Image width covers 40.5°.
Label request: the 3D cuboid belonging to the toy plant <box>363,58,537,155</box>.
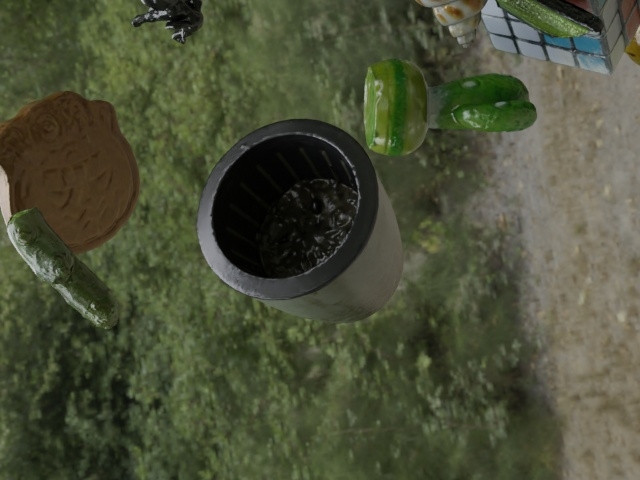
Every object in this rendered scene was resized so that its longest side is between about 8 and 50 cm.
[{"bbox_3d":[0.247,-0.257,1.670,0.224,0.316,0.184,-98,8,-67],"label":"toy plant"}]

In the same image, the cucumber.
[{"bbox_3d":[0.360,-0.373,1.402,0.220,0.046,0.070,38,155,22],"label":"cucumber"}]

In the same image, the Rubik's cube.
[{"bbox_3d":[0.441,-0.486,1.553,0.253,0.256,0.259,-60,-36,-11],"label":"Rubik's cube"}]

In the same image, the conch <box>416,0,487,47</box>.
[{"bbox_3d":[0.214,-0.443,1.347,0.149,0.183,0.275,37,138,28],"label":"conch"}]

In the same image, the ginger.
[{"bbox_3d":[-0.477,0.055,1.608,0.137,0.089,0.290,17,146,41],"label":"ginger"}]

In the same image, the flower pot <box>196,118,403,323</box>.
[{"bbox_3d":[0.000,0.000,1.440,0.330,0.293,0.293,44,-148,-61],"label":"flower pot"}]

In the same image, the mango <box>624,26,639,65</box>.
[{"bbox_3d":[0.838,-0.495,1.826,0.301,0.445,0.220,74,-170,-53],"label":"mango"}]

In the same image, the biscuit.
[{"bbox_3d":[-0.564,-0.151,1.974,0.385,0.062,0.365,-38,-58,-49],"label":"biscuit"}]

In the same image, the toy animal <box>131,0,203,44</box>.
[{"bbox_3d":[-0.353,-0.514,1.902,0.245,0.146,0.114,30,-116,-52],"label":"toy animal"}]
